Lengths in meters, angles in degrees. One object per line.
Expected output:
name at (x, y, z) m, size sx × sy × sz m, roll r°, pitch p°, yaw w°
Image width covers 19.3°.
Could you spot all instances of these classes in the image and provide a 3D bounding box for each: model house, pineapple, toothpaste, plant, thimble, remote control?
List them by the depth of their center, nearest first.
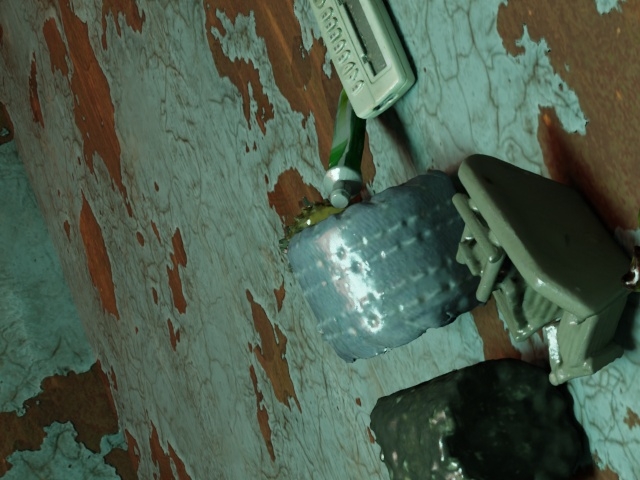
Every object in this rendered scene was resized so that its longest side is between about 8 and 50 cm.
model house at (0.219, 0.039, 1.888) m, size 0.229 × 0.122 × 0.188 m, roll 57°, pitch 154°, yaw 36°
plant at (0.153, 0.234, 2.080) m, size 0.276 × 0.188 × 0.199 m, roll 139°, pitch 117°, yaw -67°
thimble at (0.074, 0.034, 2.135) m, size 0.236 × 0.205 × 0.172 m, roll -22°, pitch 89°, yaw 51°
remote control at (0.043, -0.260, 2.251) m, size 0.090 × 0.049 × 0.230 m, roll -38°, pitch 63°, yaw 37°
toothpaste at (0.035, -0.128, 2.256) m, size 0.248 × 0.047 × 0.078 m, roll -82°, pitch 0°, yaw -47°
pineapple at (0.000, 0.000, 2.478) m, size 0.251 × 0.125 × 0.125 m, roll 163°, pitch 94°, yaw -80°

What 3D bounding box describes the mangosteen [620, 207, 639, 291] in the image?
mangosteen at (0.338, -0.028, 1.414) m, size 0.216 × 0.216 × 0.216 m, roll 167°, pitch 90°, yaw -69°
